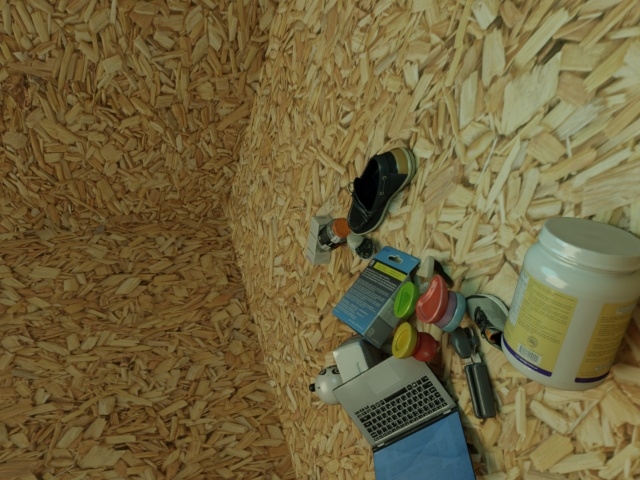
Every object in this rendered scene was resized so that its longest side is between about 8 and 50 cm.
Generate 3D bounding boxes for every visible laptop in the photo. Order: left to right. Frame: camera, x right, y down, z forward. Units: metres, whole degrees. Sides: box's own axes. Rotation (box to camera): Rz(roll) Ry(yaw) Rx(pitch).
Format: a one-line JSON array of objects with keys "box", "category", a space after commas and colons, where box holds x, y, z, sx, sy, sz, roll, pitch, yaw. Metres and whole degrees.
[{"box": [0.257, 0.640, 1.728, 0.382, 0.236, 0.407, -38, 86, 25], "category": "laptop"}]

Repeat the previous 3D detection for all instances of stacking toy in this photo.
[{"box": [0.362, 0.231, 1.692, 0.279, 0.131, 0.308, -85, 20, -50], "category": "stacking toy"}]

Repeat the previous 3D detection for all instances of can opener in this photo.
[{"box": [0.463, 0.408, 1.599, 0.076, 0.095, 0.283, 134, 132, -60], "category": "can opener"}]

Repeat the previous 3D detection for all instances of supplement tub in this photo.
[{"box": [0.067, -0.031, 2.348, 0.190, 0.117, 0.116, 141, 120, -63], "category": "supplement tub"}, {"box": [0.559, 0.137, 1.147, 0.241, 0.241, 0.331, -134, 45, -54], "category": "supplement tub"}]

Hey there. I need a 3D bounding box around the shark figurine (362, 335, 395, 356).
[{"box": [0.308, 0.422, 1.928, 0.278, 0.166, 0.116, -1, 69, 40], "category": "shark figurine"}]

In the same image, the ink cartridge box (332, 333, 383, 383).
[{"box": [0.163, 0.487, 2.038, 0.283, 0.117, 0.207, 1, -111, -74], "category": "ink cartridge box"}]

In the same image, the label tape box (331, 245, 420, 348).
[{"box": [0.233, 0.204, 1.961, 0.115, 0.347, 0.249, 44, 171, -28], "category": "label tape box"}]

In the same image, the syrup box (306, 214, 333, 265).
[{"box": [0.000, 0.000, 2.532, 0.096, 0.093, 0.236, -128, 39, -49], "category": "syrup box"}]

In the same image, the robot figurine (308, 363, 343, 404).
[{"box": [0.079, 0.646, 2.335, 0.174, 0.278, 0.209, 39, 96, 20], "category": "robot figurine"}]

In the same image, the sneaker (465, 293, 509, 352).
[{"box": [0.495, 0.238, 1.478, 0.271, 0.108, 0.100, -135, 43, -56], "category": "sneaker"}]

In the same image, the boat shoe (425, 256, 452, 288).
[{"box": [0.392, 0.113, 1.742, 0.135, 0.050, 0.045, 62, 142, 40], "category": "boat shoe"}]

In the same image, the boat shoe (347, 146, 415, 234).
[{"box": [0.191, -0.180, 1.997, 0.500, 0.156, 0.186, 123, 133, -57], "category": "boat shoe"}]

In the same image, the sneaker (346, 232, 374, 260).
[{"box": [0.177, 0.033, 2.158, 0.086, 0.085, 0.237, 59, 179, -25], "category": "sneaker"}]
